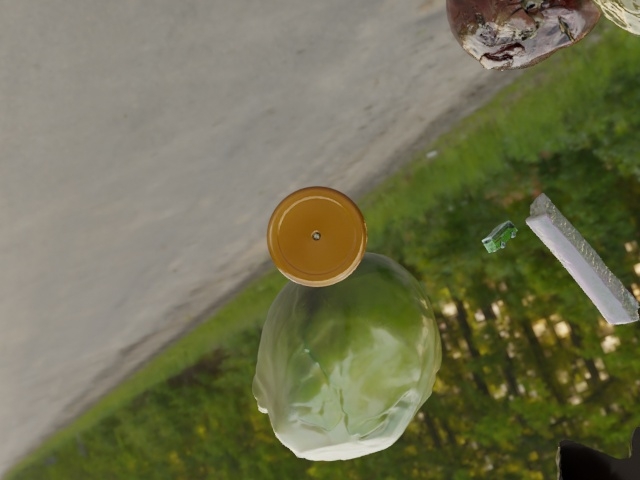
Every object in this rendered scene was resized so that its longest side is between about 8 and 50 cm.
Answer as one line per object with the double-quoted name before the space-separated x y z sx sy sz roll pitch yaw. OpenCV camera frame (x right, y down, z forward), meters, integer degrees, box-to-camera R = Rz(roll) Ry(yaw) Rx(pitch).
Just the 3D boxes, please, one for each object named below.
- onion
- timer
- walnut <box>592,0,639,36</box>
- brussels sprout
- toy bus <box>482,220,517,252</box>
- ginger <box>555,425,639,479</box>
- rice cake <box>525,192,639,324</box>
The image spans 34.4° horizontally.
"onion" 0.355 -0.405 1.768 0.280 0.221 0.281 -3 -166 1
"timer" 0.000 0.000 1.412 0.132 0.132 0.152 -22 174 2
"walnut" 0.422 -0.350 1.137 0.282 0.277 0.253 0 177 -19
"brussels sprout" 0.048 0.182 1.654 0.268 0.344 0.344 20 151 -30
"toy bus" 0.359 -0.008 2.064 0.083 0.037 0.031 -38 -174 -40
"ginger" 0.433 0.400 1.209 0.413 0.358 0.211 -15 133 -19
"rice cake" 0.562 0.050 2.213 0.072 0.365 0.056 -22 -155 50
